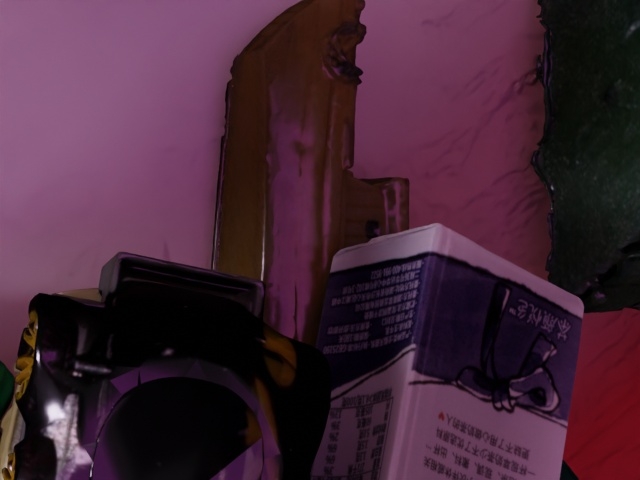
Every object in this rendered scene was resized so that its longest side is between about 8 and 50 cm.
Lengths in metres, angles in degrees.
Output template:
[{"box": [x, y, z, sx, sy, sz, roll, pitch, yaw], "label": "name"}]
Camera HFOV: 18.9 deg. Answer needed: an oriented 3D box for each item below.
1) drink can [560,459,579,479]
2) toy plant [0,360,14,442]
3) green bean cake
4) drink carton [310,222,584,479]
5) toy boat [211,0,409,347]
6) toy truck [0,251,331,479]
[{"box": [0.078, 0.214, 1.265, 0.205, 0.118, 0.118, -40, 104, -13], "label": "drink can"}, {"box": [-0.249, 0.110, 1.164, 0.143, 0.105, 0.200, -1, 79, -32], "label": "toy plant"}, {"box": [0.207, -0.078, 1.288, 0.107, 0.193, 0.208, -3, 58, -36], "label": "green bean cake"}, {"box": [0.068, 0.120, 1.156, 0.134, 0.102, 0.222, 28, 63, -35], "label": "drink carton"}, {"box": [0.000, 0.000, 1.243, 0.121, 0.089, 0.321, 3, 91, -24], "label": "toy boat"}, {"box": [-0.120, 0.220, 1.091, 0.181, 0.254, 0.405, 11, 75, -16], "label": "toy truck"}]
